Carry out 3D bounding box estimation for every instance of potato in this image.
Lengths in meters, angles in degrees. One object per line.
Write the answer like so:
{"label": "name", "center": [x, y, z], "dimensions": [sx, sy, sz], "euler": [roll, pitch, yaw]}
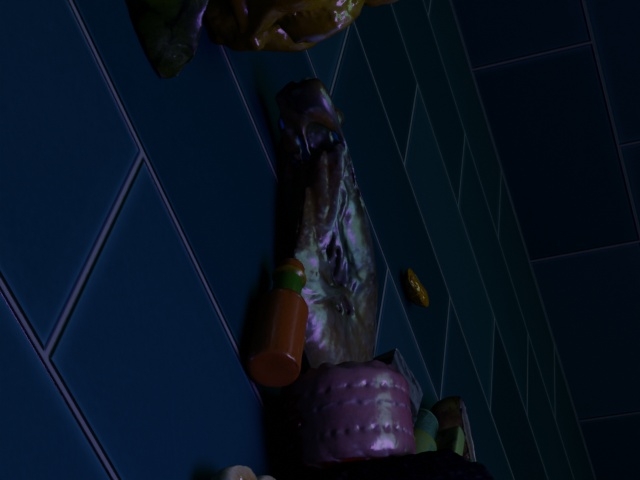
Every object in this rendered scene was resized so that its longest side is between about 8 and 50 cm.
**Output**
{"label": "potato", "center": [0.231, 0.373, 2.258], "dimensions": [0.164, 0.081, 0.200], "euler": [-89, 164, -56]}

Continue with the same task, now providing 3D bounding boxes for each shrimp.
{"label": "shrimp", "center": [0.000, 0.000, 1.747], "dimensions": [0.221, 0.109, 0.446], "euler": [-23, 105, -64]}

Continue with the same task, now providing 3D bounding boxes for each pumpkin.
{"label": "pumpkin", "center": [0.168, 0.089, 2.314], "dimensions": [0.083, 0.028, 0.050], "euler": [63, 24, -19]}

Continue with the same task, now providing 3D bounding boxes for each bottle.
{"label": "bottle", "center": [-0.047, 0.093, 1.569], "dimensions": [0.187, 0.069, 0.069], "euler": [-80, 153, -47]}

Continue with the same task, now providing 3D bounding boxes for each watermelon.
{"label": "watermelon", "center": [-0.173, -0.342, 1.452], "dimensions": [0.129, 0.123, 0.301], "euler": [113, -23, -59]}

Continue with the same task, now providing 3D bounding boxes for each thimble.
{"label": "thimble", "center": [0.033, 0.227, 1.565], "dimensions": [0.189, 0.163, 0.125], "euler": [63, 18, -67]}

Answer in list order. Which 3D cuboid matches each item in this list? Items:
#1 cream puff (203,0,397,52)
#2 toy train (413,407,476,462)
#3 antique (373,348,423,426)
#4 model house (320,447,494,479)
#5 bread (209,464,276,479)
{"label": "cream puff", "center": [-0.036, -0.363, 1.539], "dimensions": [0.257, 0.324, 0.291], "euler": [-53, 125, -16]}
{"label": "toy train", "center": [0.147, 0.375, 1.878], "dimensions": [0.369, 0.150, 0.237], "euler": [-66, 135, -65]}
{"label": "antique", "center": [0.082, 0.237, 1.822], "dimensions": [0.088, 0.086, 0.183], "euler": [60, 23, -14]}
{"label": "model house", "center": [0.108, 0.399, 1.448], "dimensions": [0.284, 0.243, 0.299], "euler": [97, -18, -65]}
{"label": "bread", "center": [-0.074, 0.385, 1.324], "dimensions": [0.316, 0.054, 0.316], "euler": [-11, 90, -74]}
